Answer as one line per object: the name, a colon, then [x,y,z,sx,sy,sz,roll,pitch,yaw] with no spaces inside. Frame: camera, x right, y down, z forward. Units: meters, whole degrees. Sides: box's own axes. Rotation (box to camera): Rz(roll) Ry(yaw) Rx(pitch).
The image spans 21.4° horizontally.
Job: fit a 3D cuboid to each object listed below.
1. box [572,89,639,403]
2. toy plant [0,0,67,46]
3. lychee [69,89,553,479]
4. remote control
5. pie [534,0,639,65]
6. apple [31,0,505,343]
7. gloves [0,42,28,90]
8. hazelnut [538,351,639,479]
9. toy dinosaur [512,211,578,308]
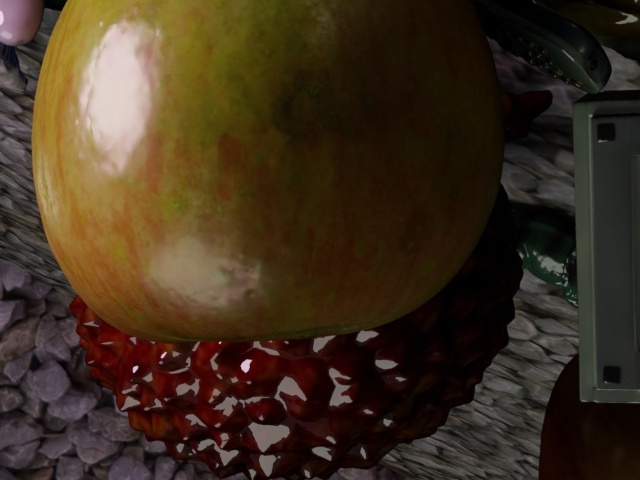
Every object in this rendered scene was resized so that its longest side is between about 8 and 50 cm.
box: [0.306,0.000,1.248,0.225,0.225,0.117,-1,-172,15]
toy plant: [-0.177,-0.250,1.327,0.243,0.233,0.112,16,170,-21]
lychee: [0.000,0.000,1.564,0.425,0.500,0.424,51,-170,-12]
remote control: [0.130,-0.169,1.227,0.072,0.042,0.222,41,-178,-44]
pie: [0.232,-0.198,1.159,0.306,0.071,0.306,22,164,6]
apple: [-0.041,-0.085,1.197,0.339,0.340,0.339,23,164,7]
gloves: [-0.401,-0.225,1.985,0.119,0.097,0.229,30,160,0]
hazelnut: [0.411,0.280,1.969,0.315,0.372,0.372,-17,155,6]
toy dinosaur: [0.230,0.014,1.848,0.292,0.079,0.120,12,155,31]
